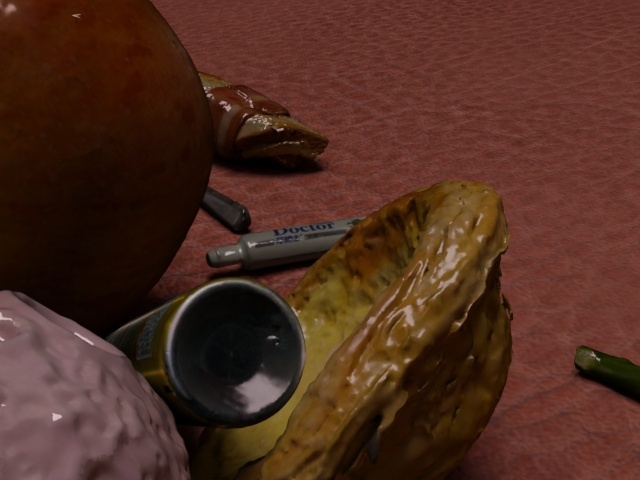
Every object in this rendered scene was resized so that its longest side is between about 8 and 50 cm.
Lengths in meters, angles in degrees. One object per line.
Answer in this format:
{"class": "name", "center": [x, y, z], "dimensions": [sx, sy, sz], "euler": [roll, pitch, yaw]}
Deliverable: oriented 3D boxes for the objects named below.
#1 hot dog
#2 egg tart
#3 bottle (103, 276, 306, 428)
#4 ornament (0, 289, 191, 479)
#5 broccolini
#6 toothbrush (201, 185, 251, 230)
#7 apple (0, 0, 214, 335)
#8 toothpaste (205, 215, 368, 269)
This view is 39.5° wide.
{"class": "hot dog", "center": [-0.110, -0.158, 1.249], "dimensions": [0.261, 0.093, 0.123], "euler": [35, 34, 31]}
{"class": "egg tart", "center": [0.034, 0.089, 0.594], "dimensions": [0.123, 0.294, 0.294], "euler": [40, 25, -11]}
{"class": "bottle", "center": [-0.096, 0.083, 0.598], "dimensions": [0.082, 0.082, 0.286], "euler": [-15, -4, -24]}
{"class": "ornament", "center": [-0.184, 0.137, 0.435], "dimensions": [0.259, 0.259, 0.225], "euler": [25, 79, 44]}
{"class": "broccolini", "center": [0.282, 0.129, 0.670], "dimensions": [0.216, 0.058, 0.067], "euler": [14, -12, 46]}
{"class": "toothbrush", "center": [-0.164, -0.069, 1.138], "dimensions": [0.030, 0.030, 0.297], "euler": [-7, 23, -33]}
{"class": "apple", "center": [-0.303, -0.081, 0.754], "dimensions": [0.400, 0.400, 0.333], "euler": [8, 15, 22]}
{"class": "toothpaste", "center": [0.000, 0.000, 0.971], "dimensions": [0.255, 0.037, 0.067], "euler": [-9, 26, -21]}
